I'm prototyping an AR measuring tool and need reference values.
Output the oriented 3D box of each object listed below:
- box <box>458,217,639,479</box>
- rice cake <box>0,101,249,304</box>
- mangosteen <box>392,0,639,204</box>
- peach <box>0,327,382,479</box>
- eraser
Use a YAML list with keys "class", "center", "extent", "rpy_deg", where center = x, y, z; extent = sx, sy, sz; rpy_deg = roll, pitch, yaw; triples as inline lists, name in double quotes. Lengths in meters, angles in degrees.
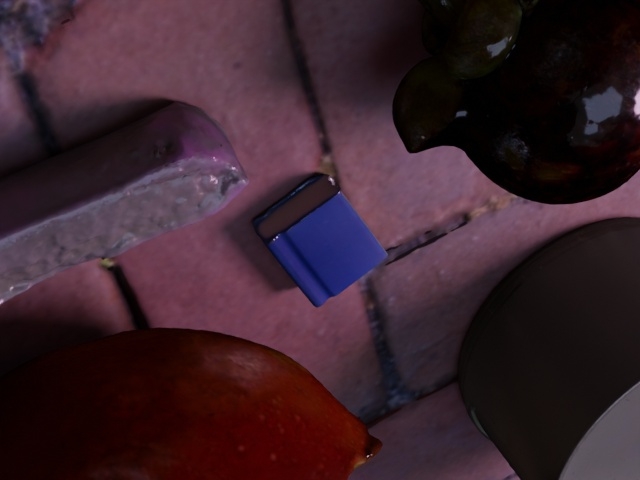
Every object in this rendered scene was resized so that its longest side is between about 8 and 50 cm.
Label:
- class: "box"
  center: [0.237, 0.113, 1.277]
  extent: [0.226, 0.149, 0.226]
  rpy_deg: [-17, 134, -19]
- class: "rice cake"
  center: [-0.229, 0.017, 0.965]
  extent: [0.399, 0.070, 0.064]
  rpy_deg: [-24, 132, -12]
- class: "mangosteen"
  center: [0.135, -0.103, 1.032]
  extent: [0.184, 0.172, 0.172]
  rpy_deg: [-2, 133, 3]
- class: "peach"
  center: [-0.113, 0.196, 1.059]
  extent: [0.338, 0.281, 0.281]
  rpy_deg: [-13, 133, -22]
- class: "eraser"
  center: [0.000, 0.000, 1.122]
  extent: [0.063, 0.027, 0.084]
  rpy_deg: [-36, 138, 2]
